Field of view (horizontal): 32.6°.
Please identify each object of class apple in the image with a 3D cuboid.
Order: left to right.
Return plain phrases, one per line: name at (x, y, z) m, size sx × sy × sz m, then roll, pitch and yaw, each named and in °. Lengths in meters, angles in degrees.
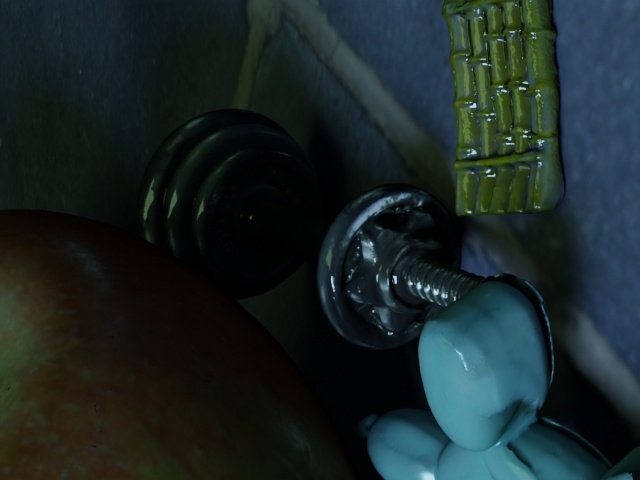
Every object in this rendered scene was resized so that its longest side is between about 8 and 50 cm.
apple at (-0.133, 0.145, 0.489) m, size 0.319 × 0.319 × 0.277 m, roll 56°, pitch 179°, yaw 42°

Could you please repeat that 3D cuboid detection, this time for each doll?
doll at (0.076, 0.094, 0.433) m, size 0.159 × 0.059 × 0.158 m, roll 32°, pitch 139°, yaw 32°

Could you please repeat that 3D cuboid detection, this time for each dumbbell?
dumbbell at (0.000, 0.000, 0.543) m, size 0.254 × 0.110 × 0.110 m, roll 20°, pitch 111°, yaw 51°

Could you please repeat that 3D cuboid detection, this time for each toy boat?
toy boat at (0.077, -0.068, 0.472) m, size 0.063 × 0.016 × 0.115 m, roll -3°, pitch 92°, yaw 61°
